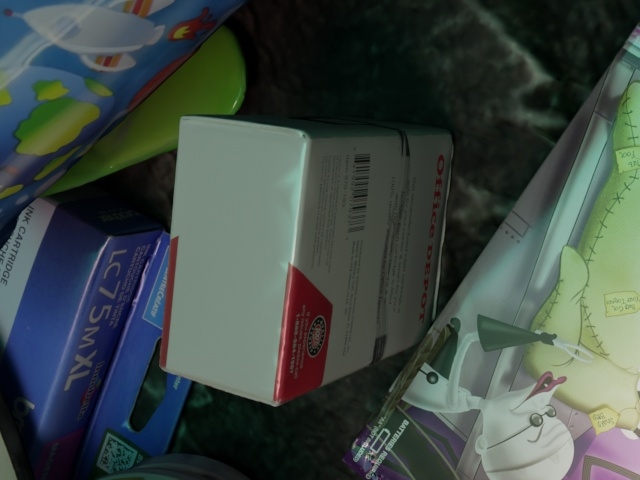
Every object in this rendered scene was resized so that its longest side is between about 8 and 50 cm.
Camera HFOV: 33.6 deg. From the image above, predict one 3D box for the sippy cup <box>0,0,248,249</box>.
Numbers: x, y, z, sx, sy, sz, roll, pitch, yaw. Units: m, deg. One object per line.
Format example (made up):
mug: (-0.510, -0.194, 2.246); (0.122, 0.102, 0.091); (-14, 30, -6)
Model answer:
sippy cup: (-0.147, -0.121, 0.429); (0.224, 0.305, 0.240); (-31, 98, 19)

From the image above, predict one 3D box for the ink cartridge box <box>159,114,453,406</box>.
ink cartridge box: (0.000, 0.000, 0.479); (0.063, 0.150, 0.109); (11, 100, 27)

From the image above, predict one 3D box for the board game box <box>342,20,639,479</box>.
board game box: (0.180, 0.027, 0.457); (0.208, 0.056, 0.347); (35, 109, 13)

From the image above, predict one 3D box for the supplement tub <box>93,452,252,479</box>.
supplement tub: (-0.096, 0.198, 0.506); (0.144, 0.199, 0.144); (3, 103, 14)

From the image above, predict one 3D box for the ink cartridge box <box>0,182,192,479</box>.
ink cartridge box: (-0.215, 0.029, 0.632); (0.311, 0.065, 0.186); (28, 107, 18)

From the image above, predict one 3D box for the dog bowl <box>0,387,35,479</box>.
dog bowl: (-0.359, 0.160, 0.618); (0.407, 0.150, 0.408); (11, 113, 28)
